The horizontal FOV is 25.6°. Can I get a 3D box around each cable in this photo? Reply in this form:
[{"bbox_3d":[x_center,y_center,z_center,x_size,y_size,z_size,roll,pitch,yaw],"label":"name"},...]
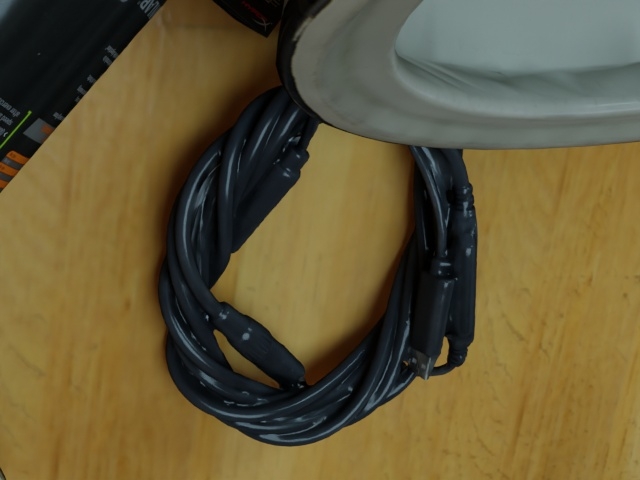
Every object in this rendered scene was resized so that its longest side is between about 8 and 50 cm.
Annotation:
[{"bbox_3d":[0.000,0.000,0.616,0.150,0.047,0.184,-11,119,-19],"label":"cable"}]

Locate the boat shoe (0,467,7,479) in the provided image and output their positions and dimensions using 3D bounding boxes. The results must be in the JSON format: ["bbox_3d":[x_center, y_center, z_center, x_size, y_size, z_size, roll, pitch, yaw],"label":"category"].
[{"bbox_3d":[-0.164,0.065,0.546,0.045,0.050,0.135,-32,123,-19],"label":"boat shoe"}]

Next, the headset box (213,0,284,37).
[{"bbox_3d":[-0.023,-0.132,0.547,0.062,0.032,0.083,35,91,-35],"label":"headset box"}]

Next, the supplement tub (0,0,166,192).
[{"bbox_3d":[-0.145,-0.059,0.462,0.190,0.117,0.117,-49,125,-2],"label":"supplement tub"}]

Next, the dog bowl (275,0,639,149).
[{"bbox_3d":[0.177,-0.151,0.450,0.408,0.408,0.150,-4,80,-27],"label":"dog bowl"}]
